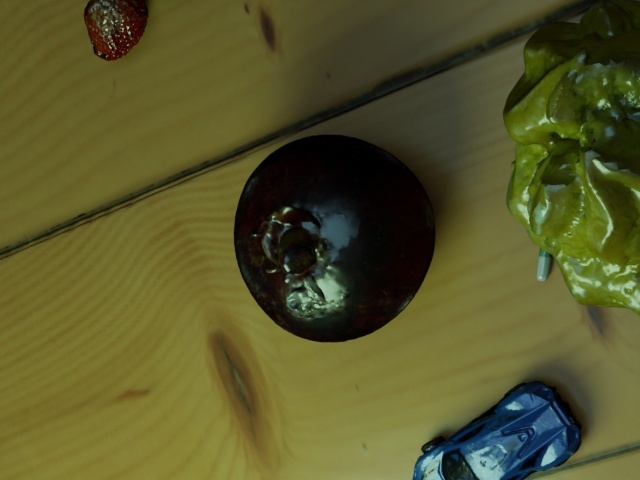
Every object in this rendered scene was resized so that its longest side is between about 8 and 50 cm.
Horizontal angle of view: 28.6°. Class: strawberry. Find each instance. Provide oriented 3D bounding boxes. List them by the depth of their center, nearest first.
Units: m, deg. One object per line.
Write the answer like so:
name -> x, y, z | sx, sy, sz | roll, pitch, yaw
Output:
strawberry -> -0.260, -0.274, 1.577 | 0.083, 0.083, 0.096 | 26, 105, 19

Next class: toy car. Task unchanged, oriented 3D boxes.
toy car -> 0.192, 0.245, 1.422 | 0.216, 0.063, 0.103 | -37, 79, 19

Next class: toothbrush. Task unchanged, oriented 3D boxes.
toothbrush -> 0.269, -0.080, 1.401 | 0.024, 0.018, 0.257 | 11, 96, 24

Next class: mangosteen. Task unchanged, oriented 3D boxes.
mangosteen -> 0.000, 0.000, 1.383 | 0.236, 0.261, 0.235 | 2, 95, 21

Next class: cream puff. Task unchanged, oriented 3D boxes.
cream puff -> 0.319, -0.079, 1.248 | 0.291, 0.257, 0.324 | 8, 96, 20
